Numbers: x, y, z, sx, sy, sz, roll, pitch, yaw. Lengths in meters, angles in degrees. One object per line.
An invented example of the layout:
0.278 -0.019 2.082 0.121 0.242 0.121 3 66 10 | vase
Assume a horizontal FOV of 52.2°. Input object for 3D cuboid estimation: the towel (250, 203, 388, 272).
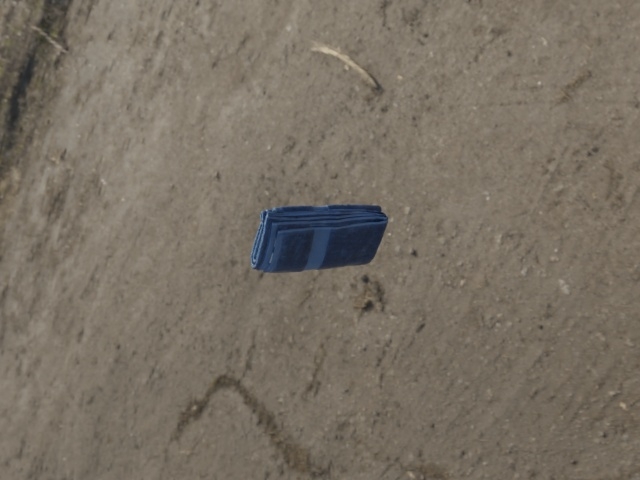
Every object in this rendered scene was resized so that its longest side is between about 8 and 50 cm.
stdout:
0.000 0.000 0.579 0.029 0.119 0.067 58 142 43 | towel
